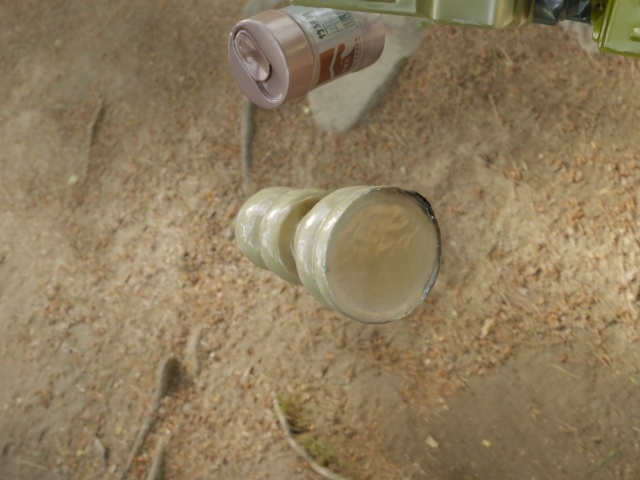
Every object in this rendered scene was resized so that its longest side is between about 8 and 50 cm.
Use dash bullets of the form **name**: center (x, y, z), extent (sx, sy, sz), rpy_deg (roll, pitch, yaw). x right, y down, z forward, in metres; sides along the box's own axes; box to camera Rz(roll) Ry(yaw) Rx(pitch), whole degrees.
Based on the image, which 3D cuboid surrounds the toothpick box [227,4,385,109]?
- **toothpick box**: center (-0.014, -0.212, 1.035), extent (0.098, 0.098, 0.149), rpy_deg (20, 39, 41)

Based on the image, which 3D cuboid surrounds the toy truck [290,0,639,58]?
- **toy truck**: center (0.156, -0.236, 0.722), extent (0.405, 0.181, 0.254), rpy_deg (13, 29, 11)

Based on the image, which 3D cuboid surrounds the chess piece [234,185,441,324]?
- **chess piece**: center (0.000, 0.000, 1.033), extent (0.261, 0.143, 0.143), rpy_deg (13, 72, 59)
